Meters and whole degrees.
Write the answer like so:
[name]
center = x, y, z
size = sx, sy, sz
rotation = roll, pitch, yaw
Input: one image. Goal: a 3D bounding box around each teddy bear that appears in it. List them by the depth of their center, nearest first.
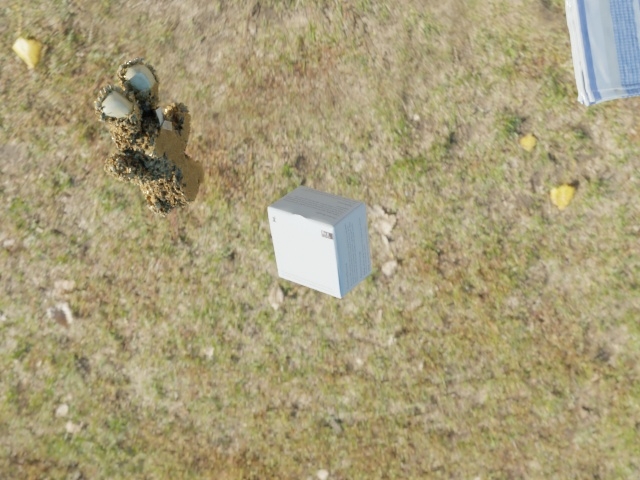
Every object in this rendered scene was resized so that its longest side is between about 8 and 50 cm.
[teddy bear]
center = -0.357, -0.208, 1.564
size = 0.113, 0.245, 0.338
rotation = 3, 157, 21

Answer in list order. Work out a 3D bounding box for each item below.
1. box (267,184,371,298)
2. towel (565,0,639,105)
[box]
center = 0.000, 0.000, 1.625
size = 0.181, 0.119, 0.182
rotation = 18, 129, 35
[towel]
center = 0.579, -0.368, 1.393
size = 0.285, 0.034, 0.209
rotation = -12, 95, -18
